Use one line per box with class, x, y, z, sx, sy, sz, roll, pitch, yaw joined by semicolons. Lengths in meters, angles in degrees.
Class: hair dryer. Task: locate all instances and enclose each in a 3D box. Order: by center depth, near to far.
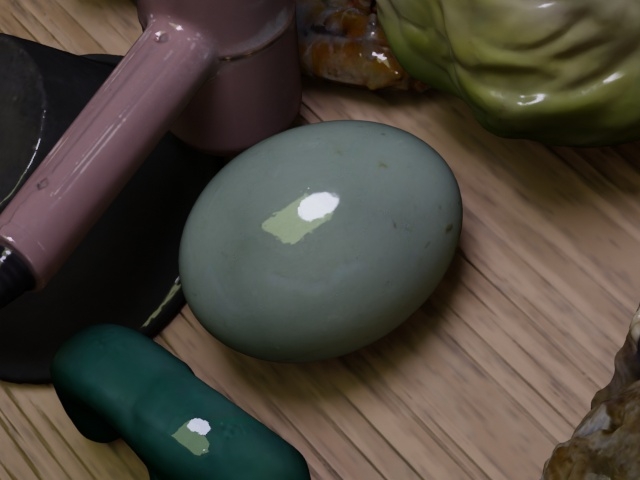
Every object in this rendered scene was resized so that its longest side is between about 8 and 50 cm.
hair dryer;-0.125;-0.065;1.013;0.107;0.189;0.344;22;55;19

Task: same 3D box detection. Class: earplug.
earplug;-0.080;0.183;0.999;0.257;0.164;0.280;-10;76;27

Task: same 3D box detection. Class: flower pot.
flower pot;-0.220;-0.043;1.149;0.269;0.166;0.269;-8;68;20

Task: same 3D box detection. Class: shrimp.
shrimp;0.032;-0.168;1.153;0.187;0.052;0.132;33;85;33

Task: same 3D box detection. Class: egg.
egg;0.000;0.000;1.042;0.192;0.149;0.149;-26;61;5

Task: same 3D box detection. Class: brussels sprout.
brussels sprout;0.157;-0.189;0.978;0.317;0.273;0.242;5;59;-21

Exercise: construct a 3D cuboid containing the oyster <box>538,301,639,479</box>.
oyster;0.234;0.060;0.956;0.166;0.094;0.294;7;66;35
